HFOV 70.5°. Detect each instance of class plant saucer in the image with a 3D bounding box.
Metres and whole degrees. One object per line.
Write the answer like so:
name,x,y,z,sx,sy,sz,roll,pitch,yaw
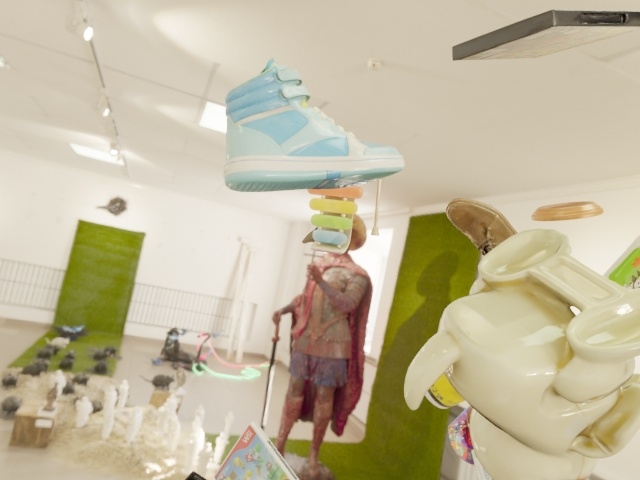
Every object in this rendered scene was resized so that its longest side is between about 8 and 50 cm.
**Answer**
plant saucer,0.764,-0.093,1.410,0.200,0.037,0.200,-9,7,1

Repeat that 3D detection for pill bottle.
pill bottle,0.533,0.466,1.641,0.188,0.188,0.334,16,-44,-37

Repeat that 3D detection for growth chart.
growth chart,0.588,0.047,0.810,0.021,0.172,0.237,36,7,5

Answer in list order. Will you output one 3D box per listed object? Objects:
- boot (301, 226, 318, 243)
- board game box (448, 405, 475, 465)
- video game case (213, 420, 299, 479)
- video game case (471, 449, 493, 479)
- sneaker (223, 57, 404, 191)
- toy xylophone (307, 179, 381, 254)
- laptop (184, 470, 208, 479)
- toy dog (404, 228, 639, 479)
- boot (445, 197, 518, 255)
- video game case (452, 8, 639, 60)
boot,0.000,0.000,1.562,0.087,0.118,0.042,42,-40,5
board game box,0.431,0.518,1.216,0.133,0.169,0.033,51,-17,10
video game case,-0.159,0.665,1.213,0.285,0.204,0.025,37,7,38
video game case,0.473,0.601,1.141,0.143,0.157,0.019,-17,-39,15
sneaker,-0.007,-0.193,0.746,0.319,0.208,0.127,-6,-5,-26
toy xylophone,0.074,-0.117,1.458,0.236,0.322,0.081,0,5,16
laptop,-0.240,0.586,0.935,0.234,0.264,0.136,39,6,-12
toy dog,0.349,0.257,0.731,0.395,0.408,0.284,-28,33,-17
boot,0.472,-0.005,1.257,0.305,0.112,0.115,39,44,13
video game case,0.461,-0.423,0.944,0.248,0.035,0.275,-10,12,-21
